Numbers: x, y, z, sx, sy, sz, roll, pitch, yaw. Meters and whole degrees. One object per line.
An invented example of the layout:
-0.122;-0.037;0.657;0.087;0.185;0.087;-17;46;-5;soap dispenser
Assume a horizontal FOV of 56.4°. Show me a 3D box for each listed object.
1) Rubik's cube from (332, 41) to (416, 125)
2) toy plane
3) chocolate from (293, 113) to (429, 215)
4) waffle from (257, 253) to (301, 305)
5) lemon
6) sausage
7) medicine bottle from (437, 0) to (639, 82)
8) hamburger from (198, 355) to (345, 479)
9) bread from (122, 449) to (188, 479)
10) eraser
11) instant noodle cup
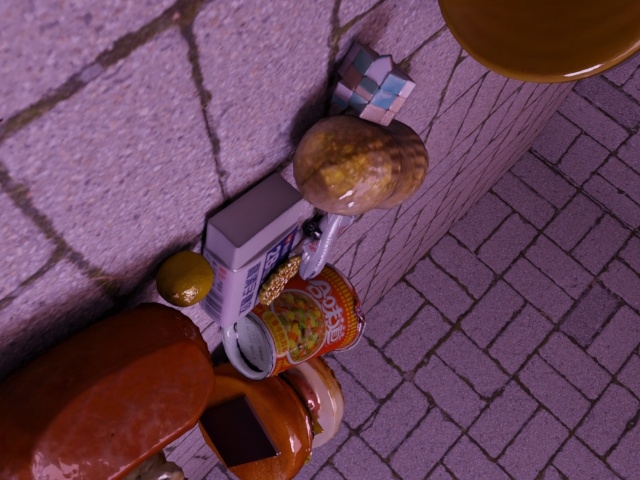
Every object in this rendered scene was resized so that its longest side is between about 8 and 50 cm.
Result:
0.051;-0.178;0.670;0.073;0.084;0.075;6;113;-40;Rubik's cube
0.000;0.000;1.024;0.162;0.065;0.171;-28;159;-54;toy plane
0.061;-0.103;0.785;0.134;0.134;0.309;-52;164;21;chocolate
-0.056;0.054;0.829;0.085;0.016;0.078;-50;168;-9;waffle
-0.154;0.043;0.685;0.062;0.062;0.083;-54;-177;28;lemon
-0.229;0.169;0.619;0.141;0.153;0.268;-9;-163;43;sausage
0.268;-0.294;0.647;0.238;0.238;0.232;-54;167;28;medicine bottle
-0.099;0.334;1.210;0.225;0.291;0.291;-37;164;-52;hamburger
-0.402;0.535;1.079;0.314;0.191;0.370;-31;148;-32;bread
-0.095;0.018;0.786;0.124;0.068;0.210;-39;163;-32;eraser
-0.056;0.153;1.080;0.212;0.193;0.193;-21;152;-45;instant noodle cup
